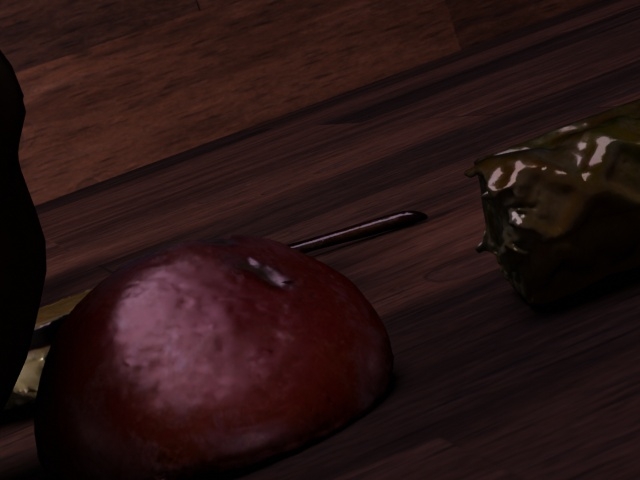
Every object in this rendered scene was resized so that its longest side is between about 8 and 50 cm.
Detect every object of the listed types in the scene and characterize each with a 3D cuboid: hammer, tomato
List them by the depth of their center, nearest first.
[{"bbox_3d":[-0.067,0.053,0.748,0.173,0.099,0.189,-24,12,-41],"label":"tomato"},{"bbox_3d":[0.000,0.000,1.181,0.178,0.021,0.065,-17,8,8],"label":"hammer"}]

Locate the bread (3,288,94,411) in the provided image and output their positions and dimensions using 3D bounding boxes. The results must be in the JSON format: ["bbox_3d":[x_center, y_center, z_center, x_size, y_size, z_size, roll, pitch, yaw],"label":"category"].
[{"bbox_3d":[-0.188,0.074,1.007,0.286,0.056,0.207,-21,6,-10],"label":"bread"}]

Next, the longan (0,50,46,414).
[{"bbox_3d":[-0.356,0.005,0.682,0.435,0.404,0.404,-4,10,4],"label":"longan"}]

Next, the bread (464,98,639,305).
[{"bbox_3d":[0.214,-0.046,0.800,0.269,0.098,0.087,-20,51,-4],"label":"bread"}]
